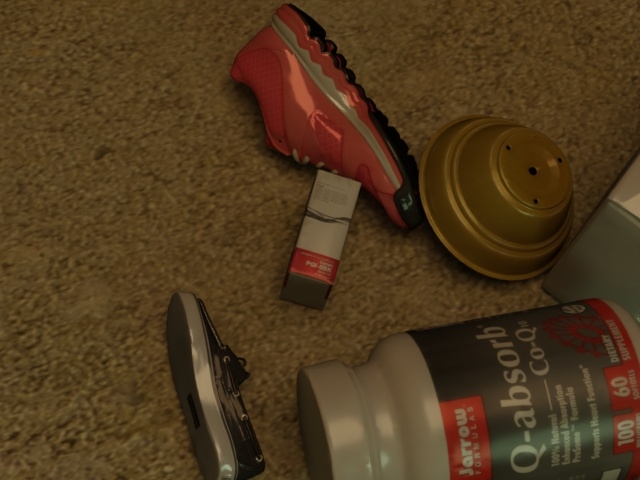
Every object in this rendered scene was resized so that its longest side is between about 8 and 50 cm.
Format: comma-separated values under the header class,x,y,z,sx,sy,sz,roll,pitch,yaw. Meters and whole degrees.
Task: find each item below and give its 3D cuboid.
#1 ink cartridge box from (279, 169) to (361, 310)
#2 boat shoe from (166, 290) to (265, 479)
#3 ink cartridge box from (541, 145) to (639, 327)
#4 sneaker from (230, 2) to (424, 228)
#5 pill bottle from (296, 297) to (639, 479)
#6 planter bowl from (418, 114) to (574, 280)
class,x,y,z,sx,sy,sz,roll,pitch,yaw
ink cartridge box,0.000,0.000,1.652,0.056,0.099,0.135,17,68,-1
boat shoe,-0.113,0.163,1.590,0.076,0.080,0.228,-6,66,-29
ink cartridge box,0.458,-0.084,1.648,0.166,0.285,0.395,36,68,9
sneaker,0.008,-0.130,1.719,0.136,0.116,0.314,-36,84,13
pill bottle,0.169,0.192,1.542,0.363,0.210,0.210,-10,71,-11
planter bowl,0.233,-0.068,1.686,0.217,0.090,0.217,10,66,-23
